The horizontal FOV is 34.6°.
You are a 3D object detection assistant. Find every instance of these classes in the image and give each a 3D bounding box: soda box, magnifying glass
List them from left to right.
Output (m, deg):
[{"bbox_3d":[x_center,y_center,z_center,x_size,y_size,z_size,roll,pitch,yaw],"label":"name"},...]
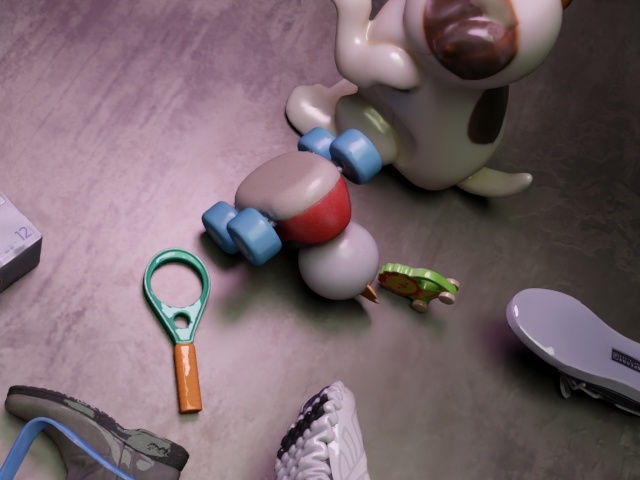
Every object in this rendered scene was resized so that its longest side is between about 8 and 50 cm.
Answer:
[{"bbox_3d":[-0.483,0.063,1.267,0.091,0.098,0.286,46,62,5],"label":"soda box"},{"bbox_3d":[-0.186,0.117,1.379,0.092,0.026,0.231,-2,67,-19],"label":"magnifying glass"}]

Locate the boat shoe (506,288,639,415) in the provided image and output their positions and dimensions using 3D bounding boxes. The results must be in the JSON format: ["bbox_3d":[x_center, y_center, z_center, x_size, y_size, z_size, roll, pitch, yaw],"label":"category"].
[{"bbox_3d":[0.388,0.171,1.493,0.306,0.105,0.113,23,57,-14],"label":"boat shoe"}]

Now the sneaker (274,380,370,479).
[{"bbox_3d":[0.013,0.277,1.187,0.118,0.110,0.292,34,28,-12],"label":"sneaker"}]

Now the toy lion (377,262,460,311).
[{"bbox_3d":[0.134,0.061,1.468,0.096,0.100,0.034,35,61,-21],"label":"toy lion"}]

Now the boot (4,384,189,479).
[{"bbox_3d":[-0.293,0.284,1.240,0.247,0.083,0.161,24,69,-2],"label":"boot"}]

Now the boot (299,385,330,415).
[{"bbox_3d":[0.026,0.285,1.333,0.069,0.086,0.190,-16,72,-24],"label":"boot"}]

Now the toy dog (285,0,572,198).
[{"bbox_3d":[0.172,-0.247,1.442,0.285,0.408,0.395,-32,78,-27],"label":"toy dog"}]

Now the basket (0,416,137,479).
[{"bbox_3d":[-0.298,0.360,1.097,0.255,0.201,0.289,25,82,34],"label":"basket"}]

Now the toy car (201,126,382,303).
[{"bbox_3d":[0.000,0.000,1.432,0.219,0.210,0.238,-39,111,-16],"label":"toy car"}]
